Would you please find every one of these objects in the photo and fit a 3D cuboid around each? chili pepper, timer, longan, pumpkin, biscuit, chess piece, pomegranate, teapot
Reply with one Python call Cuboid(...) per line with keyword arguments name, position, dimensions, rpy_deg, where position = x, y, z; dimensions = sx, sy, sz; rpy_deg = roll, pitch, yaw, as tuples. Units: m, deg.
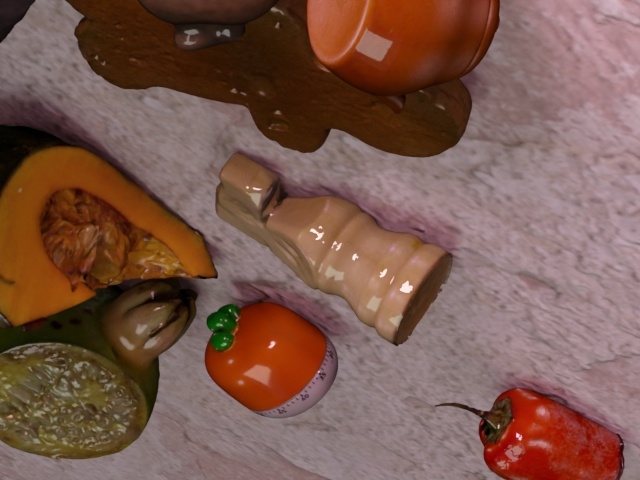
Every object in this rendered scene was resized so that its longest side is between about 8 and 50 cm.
Cuboid(name="chili pepper", position=(0.187, 0.181, 1.505), dimensions=(0.192, 0.086, 0.084), rpy_deg=(23, -174, -20))
Cuboid(name="timer", position=(-0.059, 0.108, 1.559), dimensions=(0.136, 0.099, 0.136), rpy_deg=(9, 148, 6))
Cuboid(name="longan", position=(-0.069, -0.170, 0.993), dimensions=(0.106, 0.106, 0.119), rpy_deg=(13, 120, 22))
Cuboid(name="pumpkin", position=(-0.236, 0.025, 1.441), dimensions=(0.139, 0.190, 0.280), rpy_deg=(-4, 145, 44))
Cuboid(name="biscuit", position=(-0.040, -0.129, 1.125), dimensions=(0.301, 0.049, 0.197), rpy_deg=(18, 159, 13))
Cuboid(name="chess piece", position=(0.000, 0.000, 1.328), dimensions=(0.200, 0.090, 0.090), rpy_deg=(30, 158, 14))
Cuboid(name="pomegranate", position=(-0.243, 0.095, 1.652), dimensions=(0.189, 0.159, 0.241), rpy_deg=(18, 132, -14))
Cuboid(name="teapot", position=(0.060, -0.140, 0.960), dimensions=(0.116, 0.116, 0.173), rpy_deg=(26, 129, -4))

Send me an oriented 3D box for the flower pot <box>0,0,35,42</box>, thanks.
Cuboid(name="flower pot", position=(-0.283, -0.225, 0.859), dimensions=(0.251, 0.379, 0.379), rpy_deg=(15, 166, -39))
